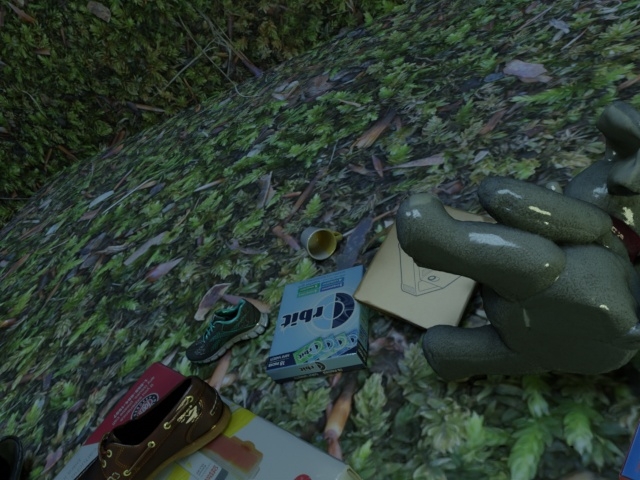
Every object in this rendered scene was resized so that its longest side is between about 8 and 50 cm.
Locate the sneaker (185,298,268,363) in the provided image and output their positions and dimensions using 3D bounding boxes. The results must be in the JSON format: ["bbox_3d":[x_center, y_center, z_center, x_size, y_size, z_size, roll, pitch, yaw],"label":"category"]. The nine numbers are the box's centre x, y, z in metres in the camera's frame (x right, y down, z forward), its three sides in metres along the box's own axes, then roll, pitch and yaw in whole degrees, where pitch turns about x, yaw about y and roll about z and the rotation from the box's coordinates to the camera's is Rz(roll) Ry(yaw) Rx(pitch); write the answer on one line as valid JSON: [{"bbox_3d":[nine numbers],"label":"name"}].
[{"bbox_3d":[-0.181,0.159,0.880,0.166,0.076,0.065,-31,33,2],"label":"sneaker"}]

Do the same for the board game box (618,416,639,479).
[{"bbox_3d":[0.394,0.139,0.441,0.145,0.027,0.281,10,41,44],"label":"board game box"}]

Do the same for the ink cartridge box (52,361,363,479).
[{"bbox_3d":[-0.143,0.335,0.549,0.384,0.160,0.279,7,49,44],"label":"ink cartridge box"}]

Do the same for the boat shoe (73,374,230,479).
[{"bbox_3d":[-0.202,0.225,0.530,0.207,0.073,0.073,-38,33,-9],"label":"boat shoe"}]

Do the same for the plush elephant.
[{"bbox_3d":[0.278,0.003,0.550,0.330,0.272,0.255,0,39,35],"label":"plush elephant"}]

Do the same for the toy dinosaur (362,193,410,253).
[{"bbox_3d":[0.154,-0.033,0.874,0.183,0.053,0.093,-11,41,28],"label":"toy dinosaur"}]

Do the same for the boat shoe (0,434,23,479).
[{"bbox_3d":[-0.557,0.454,0.778,0.105,0.113,0.306,-43,23,9],"label":"boat shoe"}]

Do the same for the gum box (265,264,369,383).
[{"bbox_3d":[0.001,0.134,0.796,0.157,0.041,0.184,-16,38,22],"label":"gum box"}]

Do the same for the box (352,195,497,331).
[{"bbox_3d":[0.165,0.034,0.740,0.164,0.021,0.201,20,69,32],"label":"box"}]

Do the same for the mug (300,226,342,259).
[{"bbox_3d":[-0.003,0.003,0.965,0.064,0.078,0.062,30,100,62],"label":"mug"}]
